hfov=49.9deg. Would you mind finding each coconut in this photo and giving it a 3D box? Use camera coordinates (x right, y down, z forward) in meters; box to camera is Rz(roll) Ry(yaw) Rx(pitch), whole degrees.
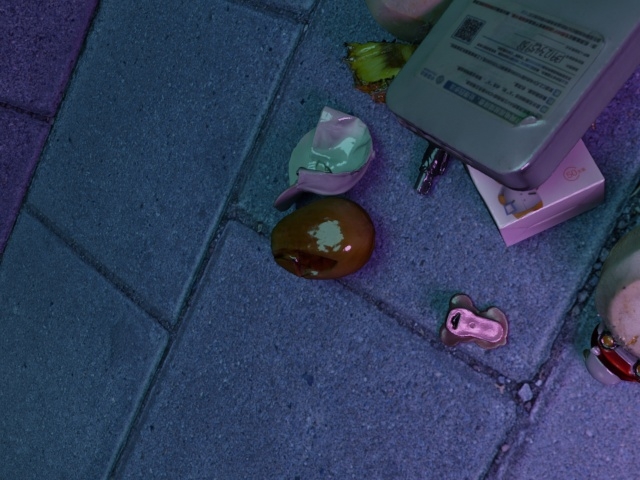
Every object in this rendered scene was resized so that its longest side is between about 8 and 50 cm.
[{"bbox_3d":[0.616,0.087,1.203,0.245,0.247,0.244,17,122,29],"label":"coconut"},{"bbox_3d":[0.242,-0.600,1.556,0.323,0.323,0.322,-7,78,35],"label":"coconut"}]

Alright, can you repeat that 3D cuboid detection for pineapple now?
[{"bbox_3d":[0.187,-0.361,1.612,0.335,0.161,0.158,9,52,28],"label":"pineapple"}]

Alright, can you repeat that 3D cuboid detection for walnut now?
[{"bbox_3d":[0.000,0.000,1.685,0.298,0.203,0.202,-6,79,38],"label":"walnut"}]

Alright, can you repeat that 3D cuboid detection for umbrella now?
[{"bbox_3d":[0.276,-0.218,1.607,0.066,0.059,0.235,38,108,59],"label":"umbrella"}]

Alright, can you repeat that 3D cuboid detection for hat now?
[{"bbox_3d":[0.003,-0.166,1.751,0.301,0.168,0.257,-46,18,48],"label":"hat"}]

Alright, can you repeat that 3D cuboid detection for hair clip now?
[{"bbox_3d":[0.337,0.184,1.509,0.138,0.102,0.123,12,91,5],"label":"hair clip"}]

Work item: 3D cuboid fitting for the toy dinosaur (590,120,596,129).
[{"bbox_3d":[0.427,-0.277,1.325,0.200,0.072,0.251,-1,82,29],"label":"toy dinosaur"}]

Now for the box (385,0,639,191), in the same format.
[{"bbox_3d":[0.357,-0.326,1.298,0.396,0.111,0.396,-52,46,5],"label":"box"}]

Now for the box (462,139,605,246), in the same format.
[{"bbox_3d":[0.405,-0.192,1.423,0.225,0.143,0.341,-26,65,13],"label":"box"}]

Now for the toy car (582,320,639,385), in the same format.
[{"bbox_3d":[0.559,0.226,1.302,0.139,0.112,0.112,50,127,21],"label":"toy car"}]
